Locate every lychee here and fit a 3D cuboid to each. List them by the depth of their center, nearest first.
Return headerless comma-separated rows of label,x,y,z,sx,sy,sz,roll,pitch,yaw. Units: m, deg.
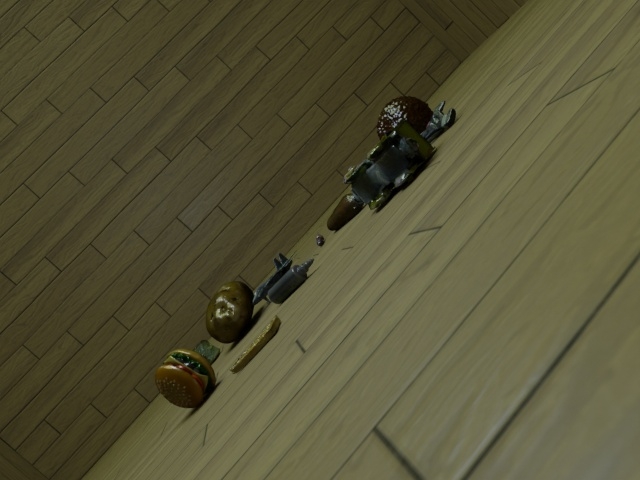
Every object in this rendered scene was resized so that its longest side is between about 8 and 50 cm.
lychee,0.278,-0.387,1.792,0.238,0.200,0.200,-33,-7,-44

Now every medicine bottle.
medicine bottle,-0.081,0.115,1.615,0.199,0.057,0.058,-44,5,30

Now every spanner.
spanner,0.293,-0.293,1.632,0.316,0.024,0.087,-49,44,40

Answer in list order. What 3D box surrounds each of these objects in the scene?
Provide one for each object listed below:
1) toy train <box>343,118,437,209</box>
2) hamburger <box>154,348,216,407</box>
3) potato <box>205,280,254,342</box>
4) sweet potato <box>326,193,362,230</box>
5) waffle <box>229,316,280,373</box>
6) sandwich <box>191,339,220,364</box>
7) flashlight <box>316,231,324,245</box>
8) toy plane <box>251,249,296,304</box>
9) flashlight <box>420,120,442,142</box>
toy train,0.174,-0.197,1.419,0.261,0.134,0.177,-42,6,48
hamburger,-0.360,0.367,1.429,0.162,0.162,0.115,-44,6,40
potato,-0.320,0.250,1.960,0.176,0.196,0.369,-25,4,3
sweet potato,0.076,-0.091,1.905,0.075,0.075,0.273,-50,1,-32
waffle,-0.157,0.254,1.311,0.153,0.023,0.097,-47,3,5
sandwich,-0.460,0.456,2.022,0.088,0.090,0.244,-47,4,43
flashlight,0.000,0.000,2.051,0.031,0.052,0.110,-11,13,1
toy plane,-0.176,0.162,2.017,0.212,0.088,0.267,-45,13,43
flashlight,0.315,-0.314,1.678,0.200,0.047,0.093,-43,7,35
